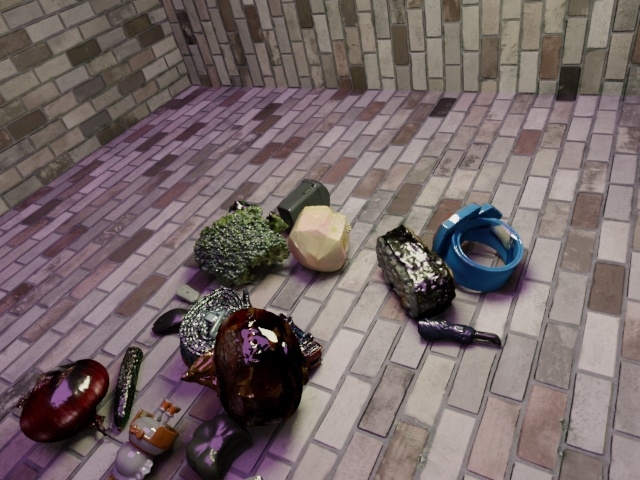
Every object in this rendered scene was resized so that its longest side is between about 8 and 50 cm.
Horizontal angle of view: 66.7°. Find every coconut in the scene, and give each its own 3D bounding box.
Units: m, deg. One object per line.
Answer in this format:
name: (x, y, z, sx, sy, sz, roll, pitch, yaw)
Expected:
coconut: (0.000, 0.000, 1.833, 0.234, 0.233, 0.245, -3, 38, 13)

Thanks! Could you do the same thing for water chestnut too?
water chestnut: (-0.215, 0.360, 1.377, 0.348, 0.335, 0.335, -11, 38, -3)

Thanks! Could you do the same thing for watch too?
watch: (0.563, 0.021, 1.669, 0.306, 0.241, 0.274, -27, 57, -20)

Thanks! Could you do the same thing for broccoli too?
broccoli: (-0.297, 0.015, 1.875, 0.318, 0.338, 0.277, -18, 63, -39)

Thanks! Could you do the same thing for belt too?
belt: (-0.348, 0.301, 1.624, 0.207, 0.160, 0.294, 14, 44, 4)

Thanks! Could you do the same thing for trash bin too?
trash bin: (-0.064, -0.149, 2.077, 0.101, 0.176, 0.236, 23, 55, 35)

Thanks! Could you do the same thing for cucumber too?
cucumber: (-0.630, 0.476, 1.578, 0.068, 0.067, 0.293, -13, 39, 2)

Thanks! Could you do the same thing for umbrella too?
umbrella: (0.424, 0.282, 1.496, 0.249, 0.070, 0.070, 3, 42, 15)

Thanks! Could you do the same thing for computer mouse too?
computer mouse: (-0.543, 0.292, 1.778, 0.172, 0.057, 0.099, -14, 40, 5)
computer mouse: (-0.512, 0.212, 1.888, 0.110, 0.032, 0.056, 24, 53, 25)

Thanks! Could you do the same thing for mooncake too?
mooncake: (-0.278, 0.568, 1.328, 0.169, 0.104, 0.175, -2, 43, 6)

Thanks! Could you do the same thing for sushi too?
sushi: (0.319, 0.103, 1.633, 0.171, 0.210, 0.350, -18, 44, -12)

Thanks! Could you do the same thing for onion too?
onion: (-0.754, 0.509, 1.492, 0.273, 0.285, 0.273, -43, 12, 11)

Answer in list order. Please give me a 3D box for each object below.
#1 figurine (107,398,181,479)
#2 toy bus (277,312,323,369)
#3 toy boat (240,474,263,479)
figurine: (-0.497, 0.572, 1.356, 0.143, 0.143, 0.271, 18, 48, 34)
toy bus: (-0.080, 0.321, 1.570, 0.074, 0.096, 0.235, -33, 41, -23)
toy boat: (-0.167, 0.705, 1.133, 0.129, 0.088, 0.295, -19, 38, -6)
